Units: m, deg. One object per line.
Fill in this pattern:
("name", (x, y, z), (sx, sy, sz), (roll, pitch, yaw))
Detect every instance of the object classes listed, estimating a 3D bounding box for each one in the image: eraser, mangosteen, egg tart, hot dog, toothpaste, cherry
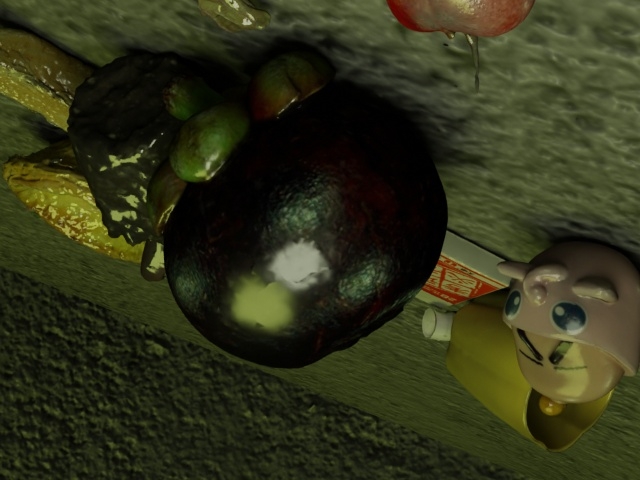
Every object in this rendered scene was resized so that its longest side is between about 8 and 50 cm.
("eraser", (0.143, 0.032, 1.327), (0.157, 0.038, 0.230), (26, 163, -9))
("mangosteen", (-0.028, -0.026, 0.980), (0.300, 0.300, 0.300), (22, 164, 7))
("egg tart", (-0.350, -0.073, 1.536), (0.294, 0.123, 0.294), (22, 160, 9))
("hot dog", (-0.319, -0.189, 1.206), (0.242, 0.073, 0.084), (31, 160, -24))
("toothpaste", (0.243, 0.132, 1.454), (0.193, 0.045, 0.071), (8, 170, -20))
("cherry", (0.092, -0.182, 0.639), (0.106, 0.087, 0.126), (26, 147, 15))

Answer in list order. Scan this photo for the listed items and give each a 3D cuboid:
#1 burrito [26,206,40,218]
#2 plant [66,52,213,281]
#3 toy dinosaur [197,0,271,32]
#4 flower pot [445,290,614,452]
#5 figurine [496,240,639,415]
("burrito", (-0.432, -0.037, 1.855), (0.309, 0.066, 0.096), (20, 166, 24))
("plant", (-0.162, -0.071, 1.168), (0.181, 0.194, 0.321), (0, 146, 16))
("toy dinosaur", (-0.130, -0.244, 0.787), (0.251, 0.072, 0.199), (22, 177, -30))
("flower pot", (0.272, 0.158, 1.314), (0.179, 0.195, 0.195), (23, 168, 49))
("figurine", (0.313, 0.114, 1.108), (0.176, 0.186, 0.287), (9, 165, 37))
